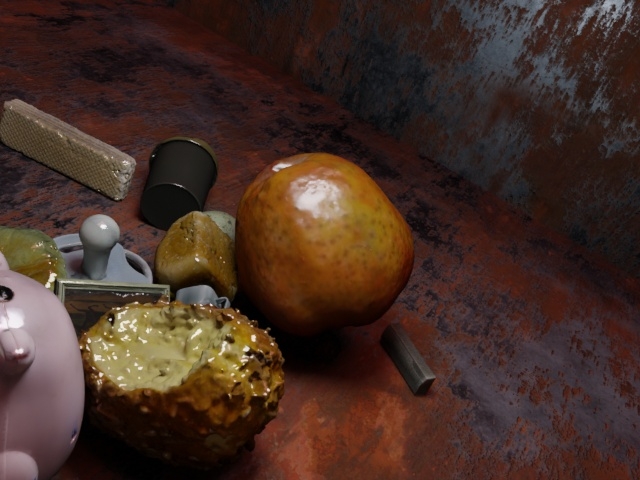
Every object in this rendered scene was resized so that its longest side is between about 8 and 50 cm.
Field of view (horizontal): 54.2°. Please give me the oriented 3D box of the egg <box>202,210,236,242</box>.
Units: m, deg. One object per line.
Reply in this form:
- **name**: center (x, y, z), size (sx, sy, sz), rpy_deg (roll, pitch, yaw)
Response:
- **egg**: center (-0.307, -0.016, 1.767), size (0.141, 0.141, 0.182), rpy_deg (43, 25, 29)

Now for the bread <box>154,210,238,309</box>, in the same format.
- **bread**: center (-0.318, 0.062, 1.589), size (0.195, 0.176, 0.246), rpy_deg (52, 18, -36)

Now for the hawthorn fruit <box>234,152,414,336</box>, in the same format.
- **hawthorn fruit**: center (0.000, 0.000, 1.560), size (0.472, 0.471, 0.471), rpy_deg (19, 30, -11)

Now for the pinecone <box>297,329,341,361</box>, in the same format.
- **pinecone**: center (0.002, 0.260, 1.601), size (0.110, 0.102, 0.102), rpy_deg (18, 29, -25)

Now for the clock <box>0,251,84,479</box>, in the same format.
- **clock**: center (-0.516, 0.223, 0.990), size (0.251, 0.376, 0.368), rpy_deg (2, 36, -42)

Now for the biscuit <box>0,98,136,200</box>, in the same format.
- **biscuit**: center (-0.748, -0.270, 1.851), size (0.426, 0.144, 0.078), rpy_deg (27, 28, 3)

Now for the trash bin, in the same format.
- **trash bin**: center (-0.427, -0.191, 1.902), size (0.214, 0.214, 0.333), rpy_deg (19, 37, -12)

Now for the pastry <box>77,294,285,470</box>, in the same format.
- **pastry**: center (-0.249, 0.272, 1.177), size (0.406, 0.337, 0.292), rpy_deg (0, 44, 16)

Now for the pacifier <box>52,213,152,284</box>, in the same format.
- **pacifier**: center (-0.502, 0.039, 1.434), size (0.244, 0.233, 0.299), rpy_deg (-19, 51, -40)

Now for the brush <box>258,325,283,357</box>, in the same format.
- **brush**: center (-0.187, 0.255, 1.503), size (0.197, 0.059, 0.123), rpy_deg (11, 33, -20)

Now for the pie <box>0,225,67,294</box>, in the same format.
- **pie**: center (-0.682, 0.090, 1.301), size (0.307, 0.071, 0.306), rpy_deg (1, 59, -2)

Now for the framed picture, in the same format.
- **framed picture**: center (-0.437, 0.183, 1.335), size (0.252, 0.014, 0.196), rpy_deg (7, 75, -37)

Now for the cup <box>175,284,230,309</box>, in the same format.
- **cup**: center (-0.274, 0.176, 1.441), size (0.128, 0.095, 0.129), rpy_deg (-10, 40, 10)

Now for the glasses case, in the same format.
- **glasses case**: center (0.234, 0.322, 1.705), size (0.047, 0.070, 0.205), rpy_deg (1, 37, -30)
